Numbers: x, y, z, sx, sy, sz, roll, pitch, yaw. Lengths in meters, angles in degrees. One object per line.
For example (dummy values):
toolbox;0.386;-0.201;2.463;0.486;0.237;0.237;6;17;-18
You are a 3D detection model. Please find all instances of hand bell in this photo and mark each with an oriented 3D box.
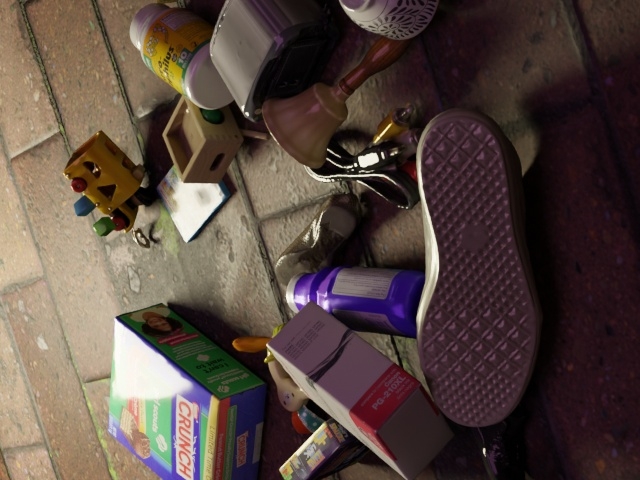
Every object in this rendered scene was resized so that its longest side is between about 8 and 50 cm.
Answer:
hand bell;0.045;-0.222;1.814;0.242;0.126;0.126;-39;74;26

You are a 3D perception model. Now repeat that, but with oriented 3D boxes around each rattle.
rattle;-0.064;0.244;2.101;0.130;0.142;0.200;12;108;26

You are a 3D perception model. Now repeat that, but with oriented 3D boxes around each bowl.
bowl;0.071;-0.343;1.699;0.170;0.080;0.170;20;119;42

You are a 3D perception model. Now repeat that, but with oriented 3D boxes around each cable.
cable;0.078;-0.110;1.880;0.287;0.072;0.140;-7;108;62

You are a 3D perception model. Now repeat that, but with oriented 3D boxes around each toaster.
toaster;-0.072;-0.296;1.904;0.146;0.129;0.227;53;139;24

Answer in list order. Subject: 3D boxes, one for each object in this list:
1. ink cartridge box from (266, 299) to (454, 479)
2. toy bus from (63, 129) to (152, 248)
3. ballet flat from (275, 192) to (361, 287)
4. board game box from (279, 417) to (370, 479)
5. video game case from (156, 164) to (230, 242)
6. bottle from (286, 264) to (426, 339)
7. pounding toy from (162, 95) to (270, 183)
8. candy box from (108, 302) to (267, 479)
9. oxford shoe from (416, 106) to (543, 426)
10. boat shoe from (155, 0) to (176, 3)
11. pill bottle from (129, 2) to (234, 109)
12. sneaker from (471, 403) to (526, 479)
ink cartridge box;0.056;0.212;1.837;0.237;0.100;0.172;36;166;38
toy bus;-0.365;-0.102;2.329;0.104;0.202;0.191;-37;65;18
ballet flat;0.000;0.000;1.999;0.084;0.058;0.250;28;140;-5
board game box;0.033;0.317;2.010;0.048;0.141;0.170;57;139;17
video game case;-0.223;-0.085;2.247;0.119;0.015;0.166;60;139;13
bottle;0.064;0.087;1.903;0.282;0.118;0.092;3;71;49
pounding toy;-0.172;-0.171;2.108;0.141;0.100;0.130;-56;48;41
candy box;-0.247;0.306;2.343;0.317;0.122;0.268;31;125;37
oxford shoe;0.208;0.034;1.713;0.169;0.130;0.449;-3;108;12
boat shoe;-0.246;-0.427;2.086;0.152;0.056;0.049;151;106;-69
pill bottle;-0.216;-0.304;2.070;0.208;0.117;0.118;39;131;39
sneaker;0.257;0.266;1.802;0.089;0.051;0.170;-44;66;51
